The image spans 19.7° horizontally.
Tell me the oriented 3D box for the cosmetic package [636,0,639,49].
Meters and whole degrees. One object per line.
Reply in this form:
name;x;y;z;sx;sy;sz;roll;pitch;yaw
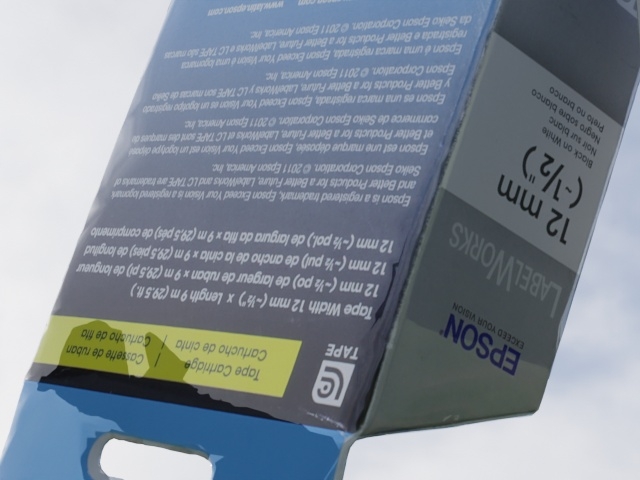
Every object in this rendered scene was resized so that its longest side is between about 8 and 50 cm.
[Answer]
cosmetic package;0.327;-0.033;0.798;0.366;0.197;0.155;16;-29;-25

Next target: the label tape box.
label tape box;0.000;0.000;0.887;0.115;0.347;0.249;29;-17;-39
